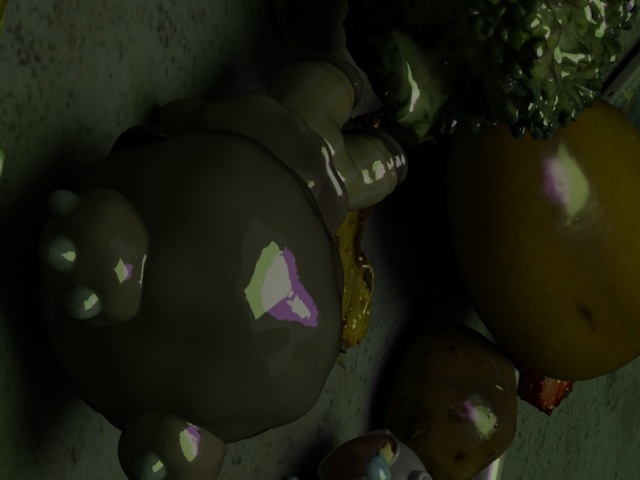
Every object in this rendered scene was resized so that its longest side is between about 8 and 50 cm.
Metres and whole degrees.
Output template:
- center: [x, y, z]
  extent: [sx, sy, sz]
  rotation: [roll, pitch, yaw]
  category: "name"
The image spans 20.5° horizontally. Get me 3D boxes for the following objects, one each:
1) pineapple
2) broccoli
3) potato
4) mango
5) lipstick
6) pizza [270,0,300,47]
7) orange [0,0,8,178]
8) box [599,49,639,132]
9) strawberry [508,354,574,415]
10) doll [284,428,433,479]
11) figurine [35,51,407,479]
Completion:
- center: [-0.001, 0.000, 1.507]
  extent: [0.135, 0.079, 0.233]
  rotation: [-26, 118, -58]
  category: "pineapple"
- center: [0.128, -0.244, 1.438]
  extent: [0.317, 0.277, 0.338]
  rotation: [-28, 121, -40]
  category: "broccoli"
- center: [0.132, 0.162, 1.764]
  extent: [0.137, 0.137, 0.176]
  rotation: [56, 45, -53]
  category: "potato"
- center: [0.238, -0.026, 1.767]
  extent: [0.445, 0.221, 0.301]
  rotation: [58, 33, -60]
  category: "mango"
- center: [0.195, 0.211, 2.001]
  extent: [0.040, 0.040, 0.141]
  rotation: [30, 68, -62]
  category: "lipstick"
- center: [-0.029, -0.199, 1.473]
  extent: [0.037, 0.016, 0.083]
  rotation: [-56, 142, -54]
  category: "pizza"
- center: [-0.252, -0.085, 0.881]
  extent: [0.179, 0.158, 0.237]
  rotation: [-5, 100, -51]
  category: "orange"
- center: [0.423, -0.174, 2.377]
  extent: [0.285, 0.044, 0.142]
  rotation: [-45, 139, -51]
  category: "box"
- center: [0.277, 0.054, 2.072]
  extent: [0.188, 0.106, 0.286]
  rotation: [41, 72, -54]
  category: "strawberry"
- center: [0.019, 0.275, 1.547]
  extent: [0.287, 0.151, 0.151]
  rotation: [-57, 143, -48]
  category: "doll"
- center: [-0.056, 0.002, 1.253]
  extent: [0.380, 0.203, 0.248]
  rotation: [-52, 137, -49]
  category: "figurine"
